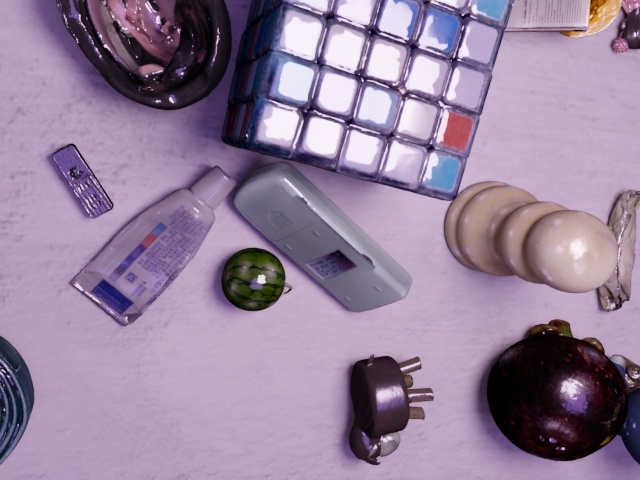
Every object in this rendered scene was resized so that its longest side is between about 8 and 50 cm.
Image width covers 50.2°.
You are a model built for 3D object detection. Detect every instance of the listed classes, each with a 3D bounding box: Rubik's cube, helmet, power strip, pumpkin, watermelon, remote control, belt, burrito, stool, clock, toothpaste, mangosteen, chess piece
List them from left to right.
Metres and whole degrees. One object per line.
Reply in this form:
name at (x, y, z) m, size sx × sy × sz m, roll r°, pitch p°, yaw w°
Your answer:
belt at (-0.529, 0.246, 0.946) m, size 0.267 × 0.116 × 0.206 m, roll -44°, pitch 105°, yaw -8°
power strip at (-0.342, -0.085, 0.984) m, size 0.038 × 0.029 × 0.111 m, roll -32°, pitch 107°, yaw -8°
helmet at (-0.222, -0.300, 0.922) m, size 0.198 × 0.154 × 0.253 m, roll -29°, pitch 88°, yaw 11°
toothpaste at (-0.234, 0.001, 1.021) m, size 0.282 × 0.068 × 0.099 m, roll -45°, pitch 78°, yaw 5°
watermelon at (-0.097, 0.060, 1.044) m, size 0.109 × 0.109 × 0.109 m, roll -3°, pitch 100°, yaw -15°
remote control at (0.000, 0.000, 1.046) m, size 0.296 × 0.140 × 0.056 m, roll 42°, pitch 50°, yaw -19°
Rubik's cube at (0.044, -0.234, 0.933) m, size 0.293 × 0.287 × 0.292 m, roll 11°, pitch 97°, yaw -17°
stool at (0.109, 0.279, 1.132) m, size 0.121 × 0.125 × 0.217 m, roll -4°, pitch 110°, yaw -17°
chess piece at (0.328, 0.004, 1.050) m, size 0.167 × 0.299 × 0.167 m, roll -3°, pitch 102°, yaw -15°
mangosteen at (0.407, 0.243, 1.174) m, size 0.228 × 0.228 × 0.265 m, roll 41°, pitch 50°, yaw -18°
pumpkin at (0.409, -0.415, 1.097) m, size 0.119 × 0.107 × 0.184 m, roll -12°, pitch 97°, yaw 22°
burrito at (0.544, 0.019, 1.238) m, size 0.058 × 0.063 × 0.230 m, roll 10°, pitch 95°, yaw -7°
clock at (0.576, 0.313, 1.206) m, size 0.146 × 0.243 × 0.200 m, roll -38°, pitch 109°, yaw -4°

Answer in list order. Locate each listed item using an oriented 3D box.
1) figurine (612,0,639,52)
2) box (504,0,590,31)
figurine at (0.538, -0.389, 1.170) m, size 0.072 × 0.054 × 0.129 m, roll -6°, pitch 99°, yaw -11°
box at (0.292, -0.391, 1.063) m, size 0.247 × 0.033 × 0.129 m, roll 5°, pitch 100°, yaw 15°
